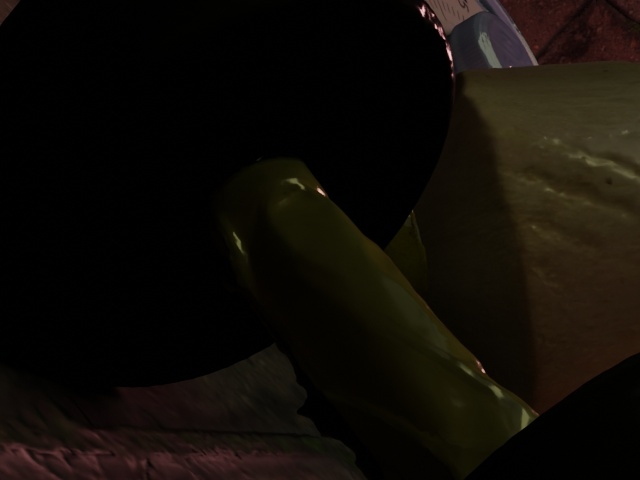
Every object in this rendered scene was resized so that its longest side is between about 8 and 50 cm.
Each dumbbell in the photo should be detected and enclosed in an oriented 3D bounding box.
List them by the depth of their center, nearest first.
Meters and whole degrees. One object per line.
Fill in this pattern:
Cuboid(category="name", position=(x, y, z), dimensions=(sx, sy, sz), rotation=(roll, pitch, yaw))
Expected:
Cuboid(category="dumbbell", position=(0.024, 0.042, 0.492), dimensions=(0.322, 0.204, 0.203), rotation=(48, 11, 32))

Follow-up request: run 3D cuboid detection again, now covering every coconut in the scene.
Cuboid(category="coconut", position=(0.172, 0.007, 1.078), dimensions=(0.329, 0.329, 0.329), rotation=(41, 10, -9))

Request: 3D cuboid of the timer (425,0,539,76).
Cuboid(category="timer", position=(0.133, -0.139, 1.437), dimensions=(0.395, 0.173, 0.395), rotation=(38, 36, -33))

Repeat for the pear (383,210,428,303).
Cuboid(category="pear", position=(0.000, 0.000, 0.874), dimensions=(0.141, 0.104, 0.141), rotation=(162, -90, -83))
